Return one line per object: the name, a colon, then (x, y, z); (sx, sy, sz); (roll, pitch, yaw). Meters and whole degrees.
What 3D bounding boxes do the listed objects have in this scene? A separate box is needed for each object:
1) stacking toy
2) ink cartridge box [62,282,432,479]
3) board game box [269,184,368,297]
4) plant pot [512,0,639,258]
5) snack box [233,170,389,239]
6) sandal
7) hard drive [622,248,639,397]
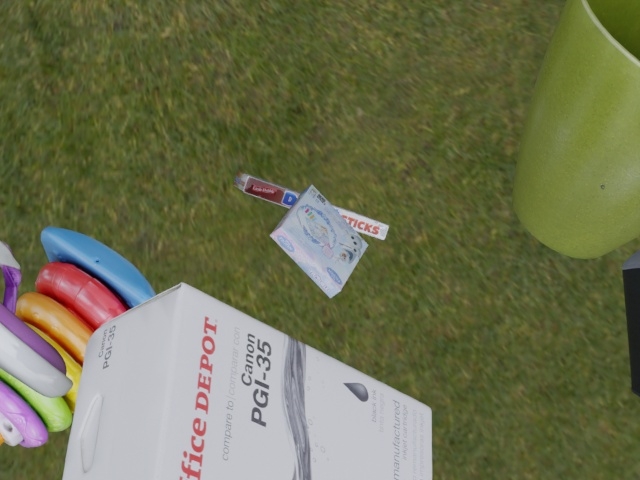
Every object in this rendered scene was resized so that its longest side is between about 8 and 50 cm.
stacking toy: (-0.303, 0.152, 1.253); (0.302, 0.175, 0.166); (-49, 157, -26)
ink cartridge box: (-0.047, 0.189, 0.934); (0.283, 0.207, 0.117); (30, 139, -34)
board game box: (0.000, 0.000, 1.234); (0.090, 0.090, 0.020); (47, 127, -10)
plant pot: (0.344, -0.123, 1.353); (0.275, 0.275, 0.293); (14, 133, -15)
snack box: (-0.011, -0.040, 1.396); (0.178, 0.064, 0.022); (19, 94, -17)
sandal: (-0.352, -0.024, 1.040); (0.416, 0.169, 0.102); (38, 80, 19)
hard drive: (0.360, 0.091, 1.062); (0.054, 0.255, 0.172); (-9, 98, -22)
